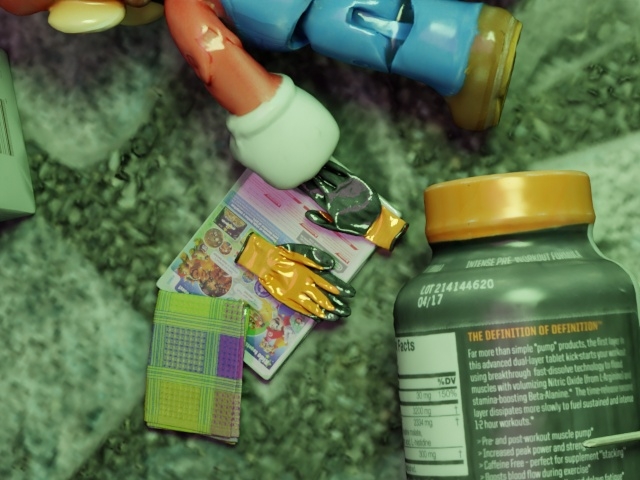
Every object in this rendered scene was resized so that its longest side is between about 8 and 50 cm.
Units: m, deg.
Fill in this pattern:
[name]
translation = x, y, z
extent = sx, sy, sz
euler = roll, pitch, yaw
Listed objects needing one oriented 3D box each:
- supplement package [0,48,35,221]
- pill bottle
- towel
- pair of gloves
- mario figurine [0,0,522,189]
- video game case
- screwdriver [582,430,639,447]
[supplement package]
translation = -0.272, -0.049, 0.995
extent = 0.179, 0.105, 0.105
euler = -12, 85, 11
[pill bottle]
translation = 0.106, 0.088, 0.889
extent = 0.130, 0.130, 0.245
euler = -5, 87, 13
[towel]
translation = -0.070, 0.072, 0.984
extent = 0.060, 0.009, 0.083
euler = 7, 98, 20
[pair of gloves]
translation = 0.000, 0.000, 0.966
extent = 0.074, 0.010, 0.083
euler = 35, 95, 12
[mario figurine]
translation = -0.044, -0.155, 0.960
extent = 0.320, 0.198, 0.170
euler = 13, 135, 5
[video game case]
translation = -0.024, 0.005, 0.983
extent = 0.087, 0.011, 0.122
euler = 40, 96, 11
[screwdriver]
translation = 0.180, 0.091, 0.860
extent = 0.024, 0.170, 0.025
euler = 30, 105, 39
